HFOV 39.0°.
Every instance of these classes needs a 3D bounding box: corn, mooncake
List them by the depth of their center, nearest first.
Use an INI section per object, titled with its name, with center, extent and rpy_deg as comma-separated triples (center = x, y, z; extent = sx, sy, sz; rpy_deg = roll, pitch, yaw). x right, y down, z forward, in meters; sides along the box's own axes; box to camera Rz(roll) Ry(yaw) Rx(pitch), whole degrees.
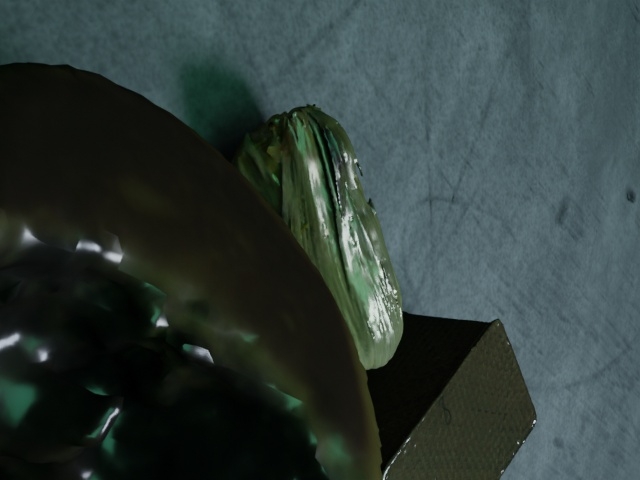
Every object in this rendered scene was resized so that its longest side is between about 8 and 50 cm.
[mooncake]
center = -0.147, 0.095, 0.630
extent = 0.394, 0.246, 0.393
rpy_deg = 60, 27, 6
[corn]
center = 0.000, 0.002, 0.946
extent = 0.122, 0.123, 0.305
rpy_deg = -40, 120, -36

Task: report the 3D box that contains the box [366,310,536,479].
[box]
center = 0.117, 0.232, 1.073
extent = 0.273, 0.143, 0.184
rpy_deg = -47, 125, -34
